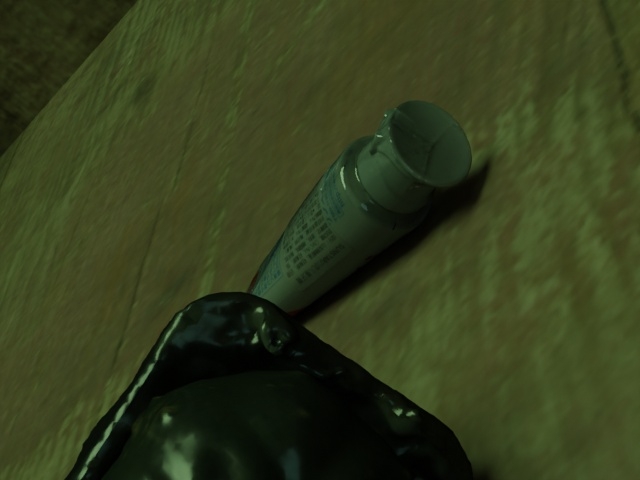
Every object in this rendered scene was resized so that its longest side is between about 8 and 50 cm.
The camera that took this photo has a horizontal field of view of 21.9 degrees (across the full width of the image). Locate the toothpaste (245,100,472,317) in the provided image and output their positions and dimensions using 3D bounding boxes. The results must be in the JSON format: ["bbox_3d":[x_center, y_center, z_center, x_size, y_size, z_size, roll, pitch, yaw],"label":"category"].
[{"bbox_3d":[0.000,0.000,0.938,0.234,0.057,0.089,-41,18,49],"label":"toothpaste"}]

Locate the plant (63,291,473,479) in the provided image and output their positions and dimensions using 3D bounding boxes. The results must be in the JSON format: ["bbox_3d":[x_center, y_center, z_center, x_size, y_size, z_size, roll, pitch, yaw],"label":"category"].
[{"bbox_3d":[-0.035,0.115,0.656,0.164,0.142,0.256,-54,7,-9],"label":"plant"}]
